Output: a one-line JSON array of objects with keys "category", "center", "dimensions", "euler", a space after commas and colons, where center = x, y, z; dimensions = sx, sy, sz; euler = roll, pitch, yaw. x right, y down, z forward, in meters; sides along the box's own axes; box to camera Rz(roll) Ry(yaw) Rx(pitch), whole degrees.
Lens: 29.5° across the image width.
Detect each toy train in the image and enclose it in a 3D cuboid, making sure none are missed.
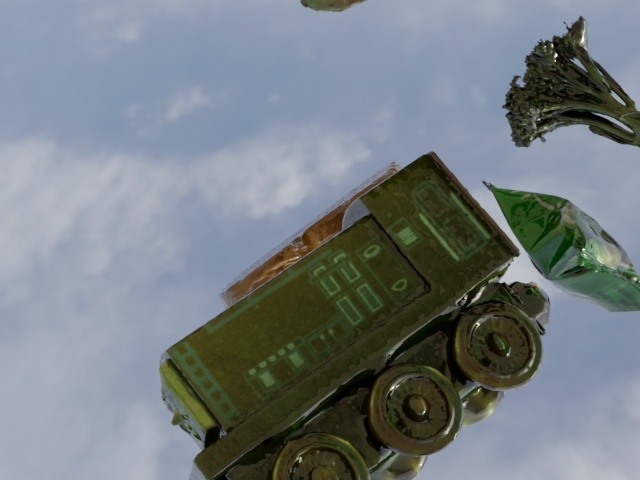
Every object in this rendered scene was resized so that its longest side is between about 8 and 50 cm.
[{"category": "toy train", "center": [0.015, 0.064, 0.641], "dimensions": [0.225, 0.090, 0.137], "euler": [-34, -103, -23]}]

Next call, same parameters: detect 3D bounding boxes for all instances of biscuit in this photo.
[{"category": "biscuit", "center": [0.001, 0.002, 1.467], "dimensions": [0.277, 0.052, 0.262], "euler": [-36, -177, 0]}]

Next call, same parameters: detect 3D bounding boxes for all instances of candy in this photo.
[{"category": "candy", "center": [0.257, 0.011, 1.271], "dimensions": [0.078, 0.141, 0.203], "euler": [-42, -150, -2]}]

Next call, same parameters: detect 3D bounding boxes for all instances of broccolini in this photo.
[{"category": "broccolini", "center": [0.274, -0.074, 1.168], "dimensions": [0.123, 0.271, 0.062], "euler": [-34, 178, 12]}]

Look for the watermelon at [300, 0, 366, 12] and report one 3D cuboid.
[{"category": "watermelon", "center": [0.063, -0.175, 0.596], "dimensions": [0.180, 0.081, 0.094], "euler": [-43, -136, 13]}]
